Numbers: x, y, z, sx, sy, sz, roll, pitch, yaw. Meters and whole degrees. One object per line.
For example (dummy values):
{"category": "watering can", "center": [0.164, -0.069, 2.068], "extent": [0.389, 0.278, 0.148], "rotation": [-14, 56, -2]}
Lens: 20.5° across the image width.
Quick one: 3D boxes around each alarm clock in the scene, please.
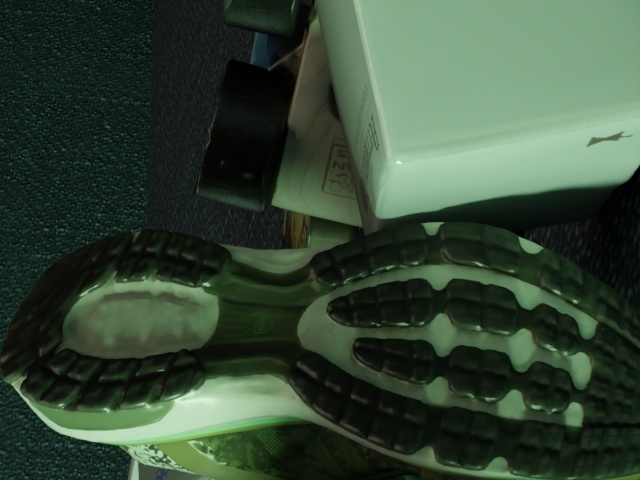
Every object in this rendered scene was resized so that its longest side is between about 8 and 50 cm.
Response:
{"category": "alarm clock", "center": [0.000, 0.000, 1.782], "extent": [0.129, 0.064, 0.192], "rotation": [160, 117, -76]}

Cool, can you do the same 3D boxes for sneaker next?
{"category": "sneaker", "center": [0.023, 0.093, 1.064], "extent": [0.182, 0.410, 0.158], "rotation": [62, -140, -52]}

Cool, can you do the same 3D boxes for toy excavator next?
{"category": "toy excavator", "center": [0.040, -0.137, 1.447], "extent": [0.445, 0.222, 0.433], "rotation": [-78, 0, -60]}

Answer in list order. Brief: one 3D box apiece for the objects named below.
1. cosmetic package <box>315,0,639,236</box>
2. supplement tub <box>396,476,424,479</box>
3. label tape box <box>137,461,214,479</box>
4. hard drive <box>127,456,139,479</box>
{"category": "cosmetic package", "center": [0.065, -0.242, 1.071], "extent": [0.230, 0.162, 0.453], "rotation": [96, 163, -76]}
{"category": "supplement tub", "center": [0.088, 0.146, 1.194], "extent": [0.190, 0.117, 0.117], "rotation": [-103, 22, -55]}
{"category": "label tape box", "center": [-0.010, 0.177, 1.304], "extent": [0.106, 0.241, 0.333], "rotation": [-53, 26, 25]}
{"category": "hard drive", "center": [-0.080, 0.208, 1.721], "extent": [0.040, 0.203, 0.307], "rotation": [-103, 23, -57]}
